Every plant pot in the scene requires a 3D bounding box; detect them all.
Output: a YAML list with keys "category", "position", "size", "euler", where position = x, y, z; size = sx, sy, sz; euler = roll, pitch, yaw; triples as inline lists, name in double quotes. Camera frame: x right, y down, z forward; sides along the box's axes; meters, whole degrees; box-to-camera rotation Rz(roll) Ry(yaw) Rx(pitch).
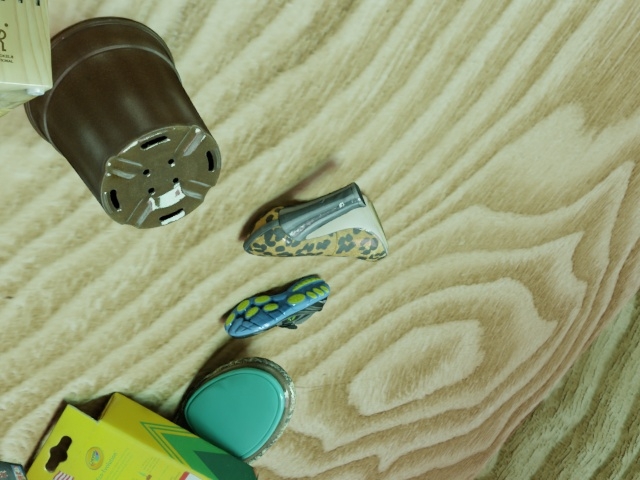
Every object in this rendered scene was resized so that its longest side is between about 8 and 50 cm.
- category: "plant pot"
  position: [-0.190, -0.110, 0.782]
  size: [0.167, 0.165, 0.167]
  euler: [-25, 143, -20]

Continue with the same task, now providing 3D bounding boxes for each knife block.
- category: "knife block"
  position: [-0.294, -0.231, 0.639]
  size: [0.088, 0.242, 0.276]
  euler: [-2, 177, -40]

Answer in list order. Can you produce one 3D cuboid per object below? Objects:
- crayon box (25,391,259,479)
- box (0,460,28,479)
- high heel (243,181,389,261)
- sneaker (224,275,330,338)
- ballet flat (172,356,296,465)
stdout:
- category: "crayon box"
  position: [-0.285, 0.378, 1.233]
  size: [0.319, 0.081, 0.202]
  euler: [32, 114, -9]
- category: "box"
  position: [-0.562, 0.374, 1.112]
  size: [0.159, 0.044, 0.233]
  euler: [-42, 146, 6]
- category: "high heel"
  position: [0.000, 0.000, 1.186]
  size: [0.186, 0.093, 0.261]
  euler: [-23, 156, 9]
- category: "sneaker"
  position: [-0.065, 0.121, 1.255]
  size: [0.188, 0.067, 0.078]
  euler: [-20, 136, -30]
- category: "ballet flat"
  position: [-0.184, 0.348, 1.364]
  size: [0.483, 0.164, 0.182]
  euler: [-49, 167, 24]
